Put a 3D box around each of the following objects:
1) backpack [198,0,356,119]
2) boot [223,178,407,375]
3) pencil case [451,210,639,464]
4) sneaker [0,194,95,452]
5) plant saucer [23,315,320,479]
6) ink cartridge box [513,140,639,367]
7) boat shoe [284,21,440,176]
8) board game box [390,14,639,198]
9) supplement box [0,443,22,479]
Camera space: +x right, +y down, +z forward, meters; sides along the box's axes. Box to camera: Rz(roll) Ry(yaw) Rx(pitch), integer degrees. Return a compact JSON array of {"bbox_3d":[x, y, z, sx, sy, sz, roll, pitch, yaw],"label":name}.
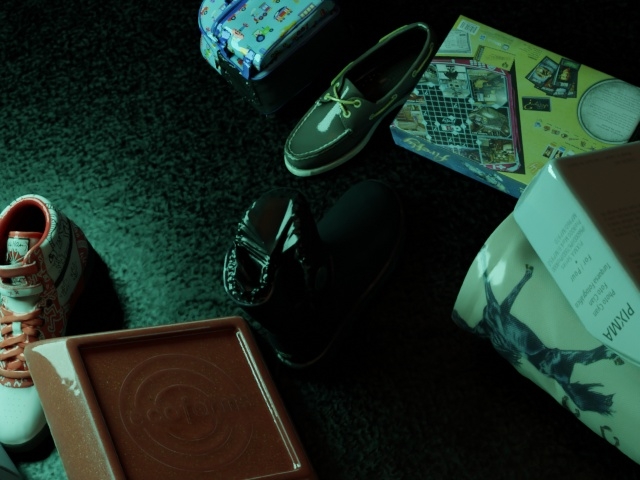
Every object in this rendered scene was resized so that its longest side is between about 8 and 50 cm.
[{"bbox_3d":[-0.068,-0.256,1.787,0.158,0.117,0.173,-40,56,-9],"label":"backpack"},{"bbox_3d":[0.000,0.000,1.572,0.094,0.207,0.246,20,68,24],"label":"boot"},{"bbox_3d":[0.315,0.111,1.454,0.183,0.160,0.410,-32,55,-33],"label":"pencil case"},{"bbox_3d":[-0.327,0.084,1.653,0.090,0.145,0.270,4,63,17],"label":"sneaker"},{"bbox_3d":[-0.138,0.180,1.523,0.258,0.048,0.259,-6,52,-30],"label":"plant saucer"},{"bbox_3d":[0.397,0.070,1.357,0.308,0.091,0.385,-12,60,-30],"label":"ink cartridge box"},{"bbox_3d":[0.044,-0.165,1.732,0.227,0.069,0.081,-40,60,-8],"label":"boat shoe"},{"bbox_3d":[0.222,-0.134,1.669,0.243,0.042,0.165,26,71,20],"label":"board game box"},{"bbox_3d":[-0.450,0.277,1.608,0.239,0.073,0.130,-42,59,0],"label":"supplement box"}]
